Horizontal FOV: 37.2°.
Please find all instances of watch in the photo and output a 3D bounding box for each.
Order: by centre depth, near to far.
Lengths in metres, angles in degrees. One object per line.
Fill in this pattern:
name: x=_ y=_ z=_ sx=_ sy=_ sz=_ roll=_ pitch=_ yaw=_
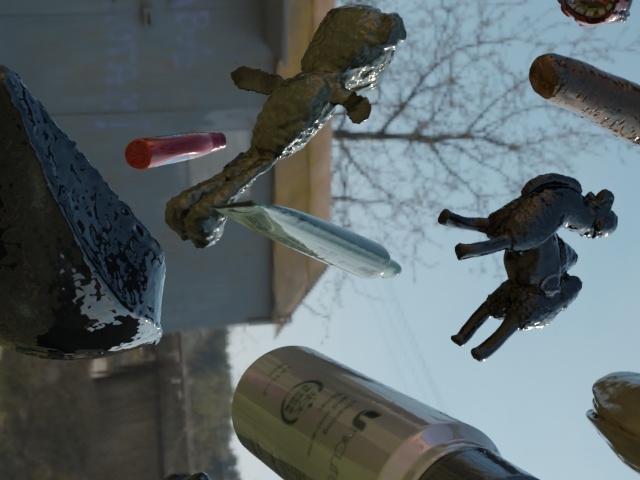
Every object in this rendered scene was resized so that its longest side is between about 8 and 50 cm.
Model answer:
watch: x=0.415 y=-0.419 z=1.365 sx=0.268 sy=0.102 sz=0.165 roll=-56 pitch=134 yaw=-40

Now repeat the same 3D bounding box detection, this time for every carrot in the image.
carrot: x=0.292 y=-0.148 z=0.985 sx=0.060 sy=0.186 sz=0.060 roll=-44 pitch=-145 yaw=42

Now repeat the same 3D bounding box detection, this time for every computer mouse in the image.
computer mouse: x=-0.219 y=0.001 z=0.652 sx=0.295 sy=0.168 sz=0.087 roll=63 pitch=34 yaw=-45

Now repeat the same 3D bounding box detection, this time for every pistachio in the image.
pistachio: x=0.428 y=0.240 z=1.265 sx=0.226 sy=0.136 sz=0.136 roll=-119 pitch=-153 yaw=-78

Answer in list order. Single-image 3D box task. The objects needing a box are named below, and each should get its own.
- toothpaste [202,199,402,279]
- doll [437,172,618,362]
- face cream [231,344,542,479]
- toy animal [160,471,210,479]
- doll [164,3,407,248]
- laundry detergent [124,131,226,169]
toothpaste: x=0.000 y=0.000 z=0.858 sx=0.067 sy=0.255 sz=0.037 roll=2 pitch=-102 yaw=38
doll: x=0.184 y=0.014 z=0.820 sx=0.057 sy=0.165 sz=0.139 roll=-143 pitch=-142 yaw=-69
face cream: x=0.042 y=0.136 z=0.561 sx=0.311 sy=0.092 sz=0.092 roll=-164 pitch=-110 yaw=-64
toy animal: x=-0.179 y=0.342 z=0.837 sx=0.212 sy=0.267 sz=0.212 roll=59 pitch=-10 yaw=17
doll: x=-0.023 y=-0.116 z=0.913 sx=0.202 sy=0.091 sz=0.286 roll=-18 pitch=-146 yaw=41
laundry detergent: x=-0.229 y=-0.151 z=1.550 sx=0.097 sy=0.165 sz=0.049 roll=0 pitch=-79 yaw=50
